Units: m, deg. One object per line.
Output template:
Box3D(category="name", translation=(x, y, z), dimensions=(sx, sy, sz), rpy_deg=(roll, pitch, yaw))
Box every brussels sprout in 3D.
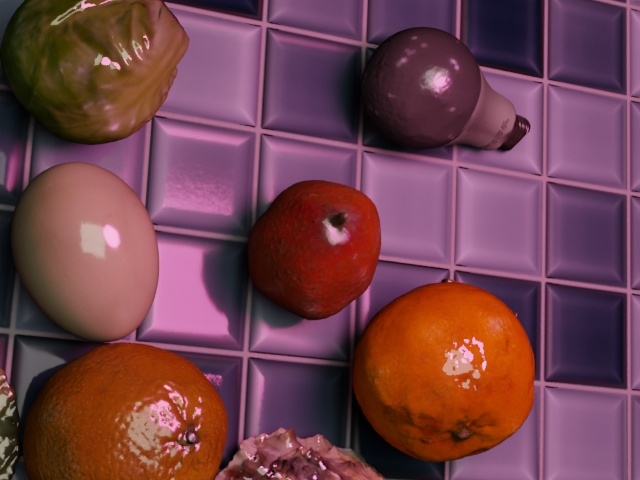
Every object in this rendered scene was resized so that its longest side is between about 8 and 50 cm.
Box3D(category="brussels sprout", translation=(-0.304, -0.249, 1.804), dimensions=(0.244, 0.244, 0.244), rpy_deg=(5, 78, -24))

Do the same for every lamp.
Box3D(category="lamp", translation=(0.190, -0.194, 2.056), dimensions=(0.314, 0.182, 0.182), rpy_deg=(41, 64, -40))

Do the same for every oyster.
Box3D(category="oyster", translation=(-0.006, 0.384, 1.862), dimensions=(0.351, 0.115, 0.237), rpy_deg=(18, 73, -21))

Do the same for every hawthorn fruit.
Box3D(category="hawthorn fruit", translation=(0.000, 0.000, 1.865), dimensions=(0.199, 0.251, 0.199), rpy_deg=(3, 73, -10))

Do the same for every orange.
Box3D(category="orange", translation=(-0.242, 0.252, 1.702), dimensions=(0.264, 0.264, 0.264), rpy_deg=(5, 78, -24))
Box3D(category="orange", translation=(0.172, 0.184, 1.906), dimensions=(0.261, 0.261, 0.261), rpy_deg=(5, 78, -24))

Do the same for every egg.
Box3D(category="egg", translation=(-0.305, 0.016, 1.757), dimensions=(0.186, 0.186, 0.241), rpy_deg=(-21, 100, -26))

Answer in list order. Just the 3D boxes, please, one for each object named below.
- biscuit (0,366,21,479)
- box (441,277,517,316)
Box3D(category="biscuit", translation=(-0.502, 0.202, 1.714), dimensions=(0.274, 0.036, 0.187), rpy_deg=(24, 71, -18))
Box3D(category="box", translation=(0.233, 0.125, 2.072), dimensions=(0.133, 0.023, 0.090), rpy_deg=(26, 69, -18))
